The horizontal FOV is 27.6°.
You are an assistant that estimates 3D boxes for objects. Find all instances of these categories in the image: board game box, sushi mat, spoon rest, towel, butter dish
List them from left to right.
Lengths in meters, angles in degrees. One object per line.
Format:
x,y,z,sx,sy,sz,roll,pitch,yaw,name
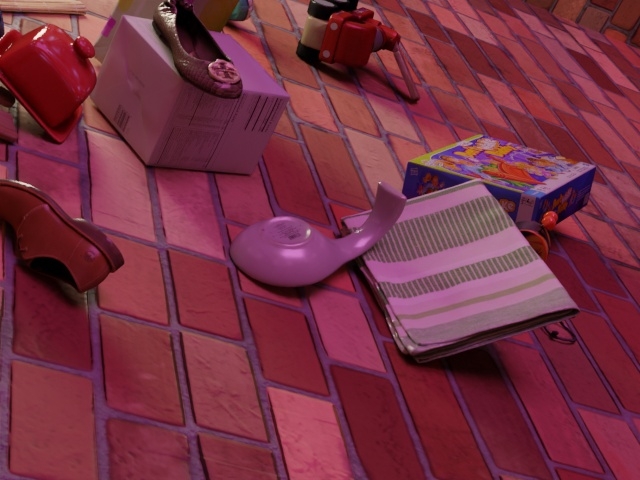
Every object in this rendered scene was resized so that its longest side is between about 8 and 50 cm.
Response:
-0.545,-0.425,2.181,0.151,0.019,0.317,38,26,24,sushi mat
-0.369,-0.243,1.833,0.160,0.118,0.160,50,19,-17,butter dish
0.000,0.000,1.800,0.276,0.084,0.137,-22,44,-34,spoon rest
0.183,0.034,1.842,0.248,0.038,0.325,-16,38,-9,towel
0.314,-0.097,2.256,0.233,0.078,0.347,17,19,22,board game box

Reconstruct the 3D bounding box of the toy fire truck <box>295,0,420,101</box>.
0.096,-0.386,2.642,0.246,0.158,0.217,22,22,13,toy fire truck

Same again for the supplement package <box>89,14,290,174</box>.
-0.197,-0.216,1.956,0.203,0.149,0.194,3,34,-43,supplement package

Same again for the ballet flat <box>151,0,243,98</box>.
-0.174,-0.279,1.853,0.084,0.058,0.250,8,32,-34,ballet flat

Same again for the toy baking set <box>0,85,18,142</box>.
-0.508,-0.219,1.727,0.256,0.030,0.196,37,22,-23,toy baking set

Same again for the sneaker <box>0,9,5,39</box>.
-0.552,-0.406,1.851,0.125,0.340,0.139,-18,24,-2,sneaker

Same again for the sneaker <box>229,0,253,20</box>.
-0.252,-0.505,2.582,0.275,0.107,0.110,32,43,21,sneaker

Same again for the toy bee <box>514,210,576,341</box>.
0.286,0.007,1.999,0.298,0.162,0.195,21,23,-14,toy bee

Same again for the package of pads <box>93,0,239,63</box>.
-0.220,-0.407,2.136,0.101,0.296,0.229,42,27,12,package of pads

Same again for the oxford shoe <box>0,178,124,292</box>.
-0.329,-0.007,1.513,0.212,0.076,0.076,29,62,30,oxford shoe
